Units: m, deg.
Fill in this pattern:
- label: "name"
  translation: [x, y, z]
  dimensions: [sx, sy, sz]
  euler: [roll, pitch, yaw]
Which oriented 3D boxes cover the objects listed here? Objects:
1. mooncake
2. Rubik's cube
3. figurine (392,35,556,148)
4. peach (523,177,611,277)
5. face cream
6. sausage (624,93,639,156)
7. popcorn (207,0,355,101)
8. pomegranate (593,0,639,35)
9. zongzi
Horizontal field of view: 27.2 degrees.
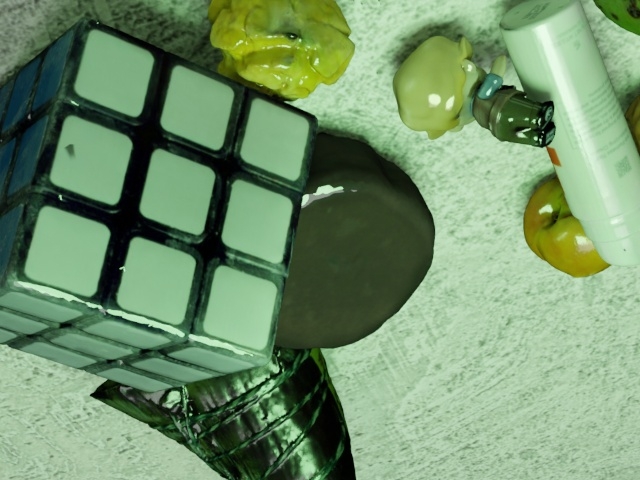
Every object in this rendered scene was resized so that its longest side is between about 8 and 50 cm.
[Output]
- label: "mooncake"
  translation: [0.000, 0.000, 1.678]
  dimensions: [0.283, 0.141, 0.283]
  euler: [-7, 127, -10]
- label: "Rubik's cube"
  translation: [-0.221, -0.021, 1.467]
  dimensions: [0.303, 0.301, 0.305]
  euler: [20, 160, -25]
- label: "figurine"
  translation: [0.179, -0.167, 1.527]
  dimensions: [0.196, 0.108, 0.114]
  euler: [17, 151, 27]
- label: "peach"
  translation: [0.338, -0.019, 1.722]
  dimensions: [0.138, 0.138, 0.138]
  euler: [-3, 136, -3]
- label: "face cream"
  translation: [0.315, -0.121, 1.562]
  dimensions: [0.102, 0.102, 0.346]
  euler: [-19, 114, 13]
- label: "sausage"
  translation: [0.489, -0.148, 1.607]
  dimensions: [0.241, 0.136, 0.120]
  euler: [-12, 134, 6]
- label: "popcorn"
  translation: [-0.046, -0.226, 1.465]
  dimensions: [0.167, 0.148, 0.152]
  euler: [30, 164, -11]
- label: "pomegranate"
  translation: [0.406, -0.325, 1.327]
  dimensions: [0.323, 0.291, 0.291]
  euler: [17, 132, -34]
- label: "zongzi"
  translation: [-0.057, 0.270, 1.824]
  dimensions: [0.319, 0.362, 0.383]
  euler: [-39, 128, 5]
